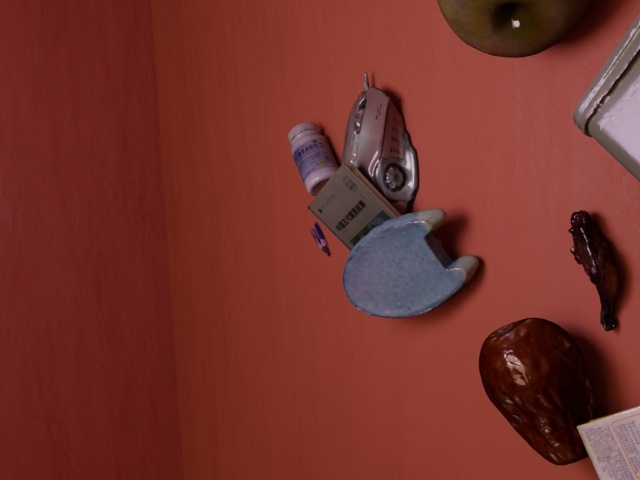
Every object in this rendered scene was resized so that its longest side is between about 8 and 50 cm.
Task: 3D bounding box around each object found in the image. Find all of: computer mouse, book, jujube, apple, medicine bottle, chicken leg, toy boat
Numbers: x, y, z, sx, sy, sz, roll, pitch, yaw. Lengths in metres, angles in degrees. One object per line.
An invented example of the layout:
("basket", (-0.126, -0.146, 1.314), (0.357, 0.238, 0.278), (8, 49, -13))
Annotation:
("computer mouse", (0.119, -0.214, 1.586), (0.199, 0.115, 0.389), (-14, 84, 55))
("book", (0.112, -0.031, 1.576), (0.283, 0.025, 0.215), (44, 142, 2))
("jujube", (0.387, 0.262, 1.178), (0.190, 0.190, 0.255), (-40, 70, 53))
("apple", (0.322, -0.444, 1.121), (0.257, 0.257, 0.233), (-43, 28, 52))
("medicine bottle", (-0.016, -0.219, 1.807), (0.103, 0.103, 0.186), (-52, 52, 48))
("chicken leg", (0.464, 0.047, 1.136), (0.093, 0.053, 0.205), (104, 157, -69))
("toy boat", (0.191, 0.051, 1.491), (0.215, 0.123, 0.330), (51, 131, -2))

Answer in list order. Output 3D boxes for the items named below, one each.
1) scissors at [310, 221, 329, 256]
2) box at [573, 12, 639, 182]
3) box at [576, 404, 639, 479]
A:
("scissors", (0.000, 0.000, 1.898), (0.113, 0.012, 0.039), (63, 142, 31))
("box", (0.552, -0.178, 0.827), (0.343, 0.177, 0.352), (62, 141, 36))
("box", (0.528, 0.373, 1.006), (0.168, 0.097, 0.265), (-39, 62, 38))
